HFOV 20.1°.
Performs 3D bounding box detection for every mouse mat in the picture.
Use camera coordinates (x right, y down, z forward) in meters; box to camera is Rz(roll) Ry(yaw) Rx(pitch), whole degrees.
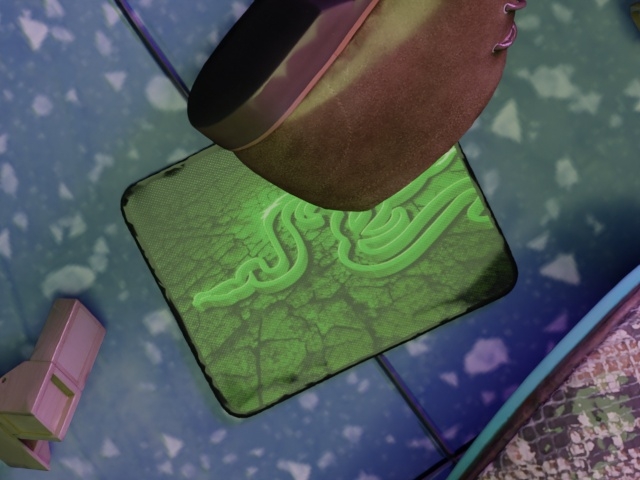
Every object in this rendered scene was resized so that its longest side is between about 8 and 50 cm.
[{"bbox_3d":[0.000,0.000,1.020,0.190,0.007,0.152,-26,101,2],"label":"mouse mat"}]

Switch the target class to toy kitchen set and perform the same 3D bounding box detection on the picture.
[{"bbox_3d":[-0.166,0.082,1.022,0.083,0.075,0.068,0,146,30],"label":"toy kitchen set"}]

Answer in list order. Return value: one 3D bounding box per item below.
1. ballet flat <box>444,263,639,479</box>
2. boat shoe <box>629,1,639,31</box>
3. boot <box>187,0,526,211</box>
[{"bbox_3d":[0.080,0.218,0.979,0.483,0.164,0.182,-41,64,8],"label":"ballet flat"},{"bbox_3d":[0.235,-0.098,0.959,0.089,0.104,0.285,-42,101,3],"label":"boat shoe"},{"bbox_3d":[0.070,-0.145,0.955,0.115,0.112,0.305,38,100,-27],"label":"boot"}]
